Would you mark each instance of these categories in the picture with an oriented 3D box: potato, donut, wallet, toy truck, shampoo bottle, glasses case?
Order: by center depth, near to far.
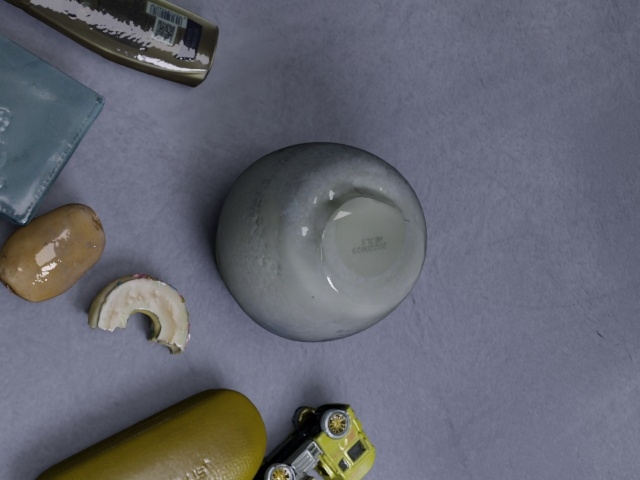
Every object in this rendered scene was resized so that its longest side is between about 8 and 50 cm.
[{"bbox_3d":[-0.503,-0.187,1.549,0.290,0.054,0.251,32,69,-10],"label":"wallet"},{"bbox_3d":[-0.400,0.016,1.569,0.178,0.109,0.118,-39,110,-25],"label":"potato"},{"bbox_3d":[-0.247,0.365,1.594,0.371,0.141,0.173,-24,96,-28],"label":"glasses case"},{"bbox_3d":[-0.281,0.109,1.649,0.166,0.065,0.108,20,75,-24],"label":"donut"},{"bbox_3d":[-0.338,-0.354,1.665,0.350,0.084,0.125,17,74,-25],"label":"shampoo bottle"},{"bbox_3d":[0.000,0.000,1.672,0.323,0.317,0.322,5,79,-28],"label":"shampoo bottle"},{"bbox_3d":[-0.030,0.400,1.716,0.272,0.124,0.157,-41,103,-26],"label":"toy truck"}]
